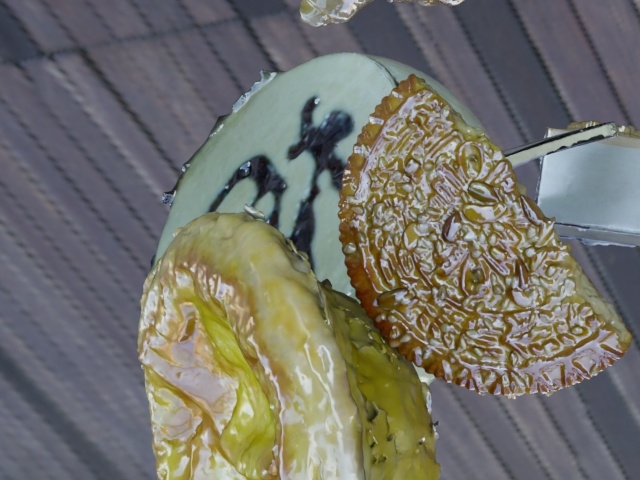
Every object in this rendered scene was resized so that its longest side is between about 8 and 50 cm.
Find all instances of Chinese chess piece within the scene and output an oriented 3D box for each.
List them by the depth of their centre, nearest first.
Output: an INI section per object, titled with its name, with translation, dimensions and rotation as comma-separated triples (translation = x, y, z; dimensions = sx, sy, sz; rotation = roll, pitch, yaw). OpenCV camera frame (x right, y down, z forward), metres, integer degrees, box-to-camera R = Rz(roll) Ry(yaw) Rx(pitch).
[Chinese chess piece]
translation = 0.000, 0.000, 1.341
dimensions = 0.349, 0.349, 0.146
rotation = -16, 144, 43

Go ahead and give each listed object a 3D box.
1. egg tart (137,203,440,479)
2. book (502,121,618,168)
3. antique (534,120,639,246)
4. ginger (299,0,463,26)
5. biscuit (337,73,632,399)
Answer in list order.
[egg tart]
translation = -0.019, 0.133, 0.954
dimensions = 0.132, 0.341, 0.341
rotation = -7, 153, -22
[book]
translation = 0.185, -0.082, 1.571
dimensions = 0.157, 0.231, 0.026
rotation = -14, 93, 44
[antique]
translation = 0.353, -0.072, 1.918
dimensions = 0.152, 0.148, 0.147
rotation = 8, 177, 13
[ginger]
translation = 0.090, -0.281, 0.998
dimensions = 0.166, 0.333, 0.080
rotation = 23, -173, -20
[biscuit]
translation = 0.078, 0.012, 0.877
dimensions = 0.126, 0.025, 0.206
rotation = -41, 75, 16
